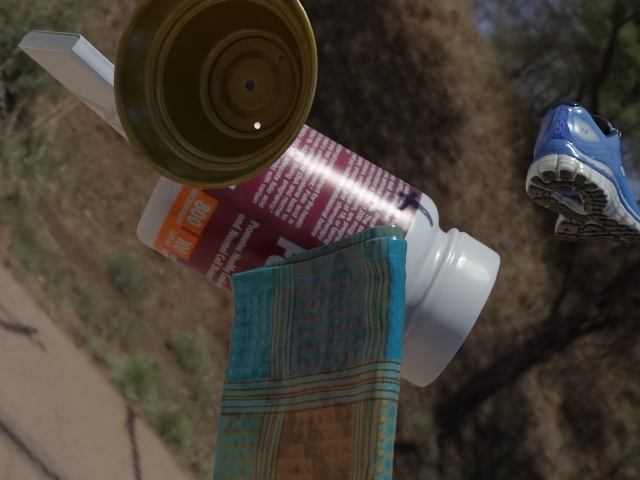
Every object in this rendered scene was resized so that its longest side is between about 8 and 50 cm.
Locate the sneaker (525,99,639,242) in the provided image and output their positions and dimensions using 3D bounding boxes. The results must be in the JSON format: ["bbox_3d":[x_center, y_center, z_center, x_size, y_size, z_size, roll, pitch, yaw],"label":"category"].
[{"bbox_3d":[0.368,-0.089,1.699,0.330,0.129,0.147,41,55,-60],"label":"sneaker"}]

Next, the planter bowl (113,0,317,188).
[{"bbox_3d":[-0.085,-0.155,1.228,0.217,0.217,0.090,54,18,16],"label":"planter bowl"}]

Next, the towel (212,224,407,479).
[{"bbox_3d":[-0.022,0.181,1.235,0.040,0.271,0.370,19,67,-35],"label":"towel"}]

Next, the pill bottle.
[{"bbox_3d":[0.000,0.000,1.521,0.392,0.224,0.224,30,2,-2],"label":"pill bottle"}]

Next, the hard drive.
[{"bbox_3d":[-0.351,-0.241,2.156,0.203,0.040,0.307,15,-22,52],"label":"hard drive"}]
